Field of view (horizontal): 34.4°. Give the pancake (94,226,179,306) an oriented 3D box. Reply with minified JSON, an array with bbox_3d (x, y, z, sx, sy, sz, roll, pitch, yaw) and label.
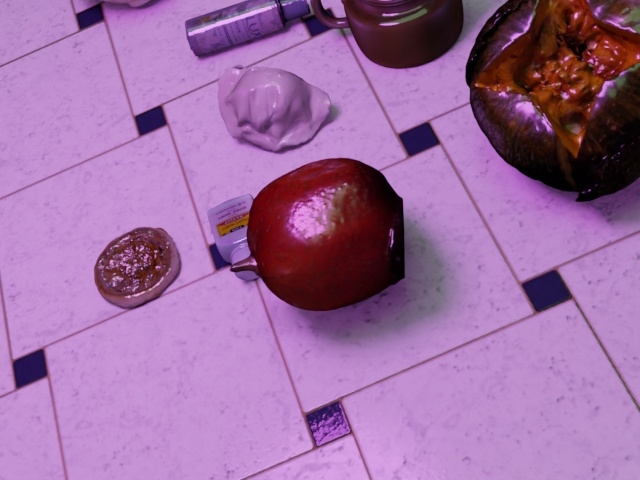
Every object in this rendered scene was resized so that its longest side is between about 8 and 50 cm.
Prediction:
[{"bbox_3d":[-0.276,0.039,1.549,0.139,0.022,0.139,-9,55,13],"label":"pancake"}]

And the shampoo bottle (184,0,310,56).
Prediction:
[{"bbox_3d":[-0.124,-0.376,1.764,0.214,0.072,0.072,-17,52,7],"label":"shampoo bottle"}]

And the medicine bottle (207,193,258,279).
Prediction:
[{"bbox_3d":[-0.114,-0.002,1.504,0.074,0.055,0.118,-21,52,2],"label":"medicine bottle"}]

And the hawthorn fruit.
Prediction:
[{"bbox_3d":[0.000,0.000,1.372,0.250,0.215,0.215,-26,52,-2],"label":"hawthorn fruit"}]

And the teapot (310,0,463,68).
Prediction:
[{"bbox_3d":[0.112,-0.393,1.632,0.268,0.175,0.185,-5,52,15],"label":"teapot"}]

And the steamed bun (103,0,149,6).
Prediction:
[{"bbox_3d":[-0.365,-0.511,1.900,0.228,0.131,0.177,3,67,19],"label":"steamed bun"}]

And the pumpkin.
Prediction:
[{"bbox_3d":[0.355,-0.217,1.383,0.320,0.192,0.320,-7,77,33],"label":"pumpkin"}]

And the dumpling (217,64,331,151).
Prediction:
[{"bbox_3d":[-0.079,-0.206,1.615,0.188,0.108,0.127,13,83,7],"label":"dumpling"}]
